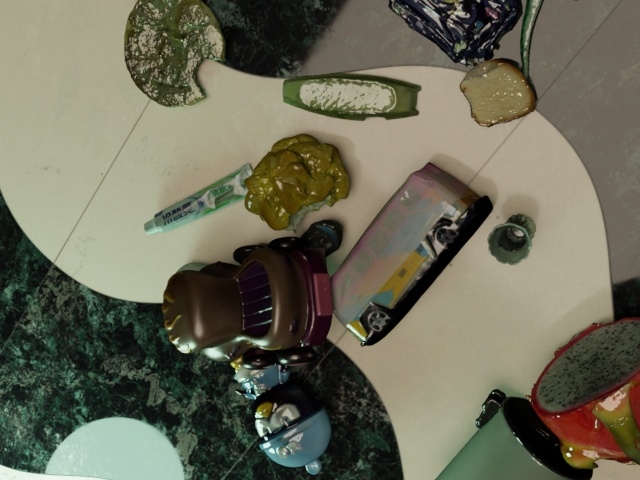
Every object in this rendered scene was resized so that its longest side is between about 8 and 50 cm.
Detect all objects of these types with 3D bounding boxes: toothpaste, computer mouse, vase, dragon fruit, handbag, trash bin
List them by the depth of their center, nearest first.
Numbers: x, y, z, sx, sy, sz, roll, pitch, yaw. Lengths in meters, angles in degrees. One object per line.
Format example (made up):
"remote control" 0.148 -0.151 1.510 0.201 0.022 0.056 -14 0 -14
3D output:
"dragon fruit" 0.563 0.304 1.403 0.305 0.305 0.225 -34 99 23
"handbag" 0.235 -0.447 1.405 0.260 0.113 0.162 39 120 -3
"vase" 0.372 -0.009 1.452 0.081 0.149 0.081 6 105 22
"trash bin" 0.382 0.484 1.541 0.277 0.217 0.262 41 114 16
"computer mouse" 0.000 0.000 1.636 0.079 0.047 0.135 43 124 -3
"toothpaste" -0.271 -0.081 1.708 0.297 0.048 0.074 -23 96 20

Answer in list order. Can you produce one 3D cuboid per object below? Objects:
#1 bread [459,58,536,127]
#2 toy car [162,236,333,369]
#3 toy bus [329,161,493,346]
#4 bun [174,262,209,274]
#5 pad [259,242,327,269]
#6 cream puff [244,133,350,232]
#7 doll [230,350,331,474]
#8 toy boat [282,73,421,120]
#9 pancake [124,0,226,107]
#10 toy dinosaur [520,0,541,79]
"bread" 0.333 -0.281 1.436 0.126 0.044 0.129 -17 130 28
"toy car" -0.157 0.130 1.557 0.341 0.240 0.271 -16 76 43
"toy bus" 0.159 0.028 1.533 0.162 0.171 0.386 42 113 15
"bun" -0.283 0.121 1.742 0.141 0.083 0.140 4 105 15
"pad" -0.056 0.064 1.661 0.188 0.006 0.113 4 107 39
"cream puff" -0.061 -0.121 1.557 0.221 0.195 0.194 -34 92 20
"doll" -0.087 0.387 1.716 0.177 0.141 0.314 -34 86 24
"toy boat" 0.053 -0.290 1.537 0.293 0.055 0.093 7 104 17
"pancake" -0.320 -0.416 1.640 0.254 0.037 0.253 4 104 17
"toy dinosaur" 0.426 -0.456 1.348 0.129 0.076 0.382 21 106 47
